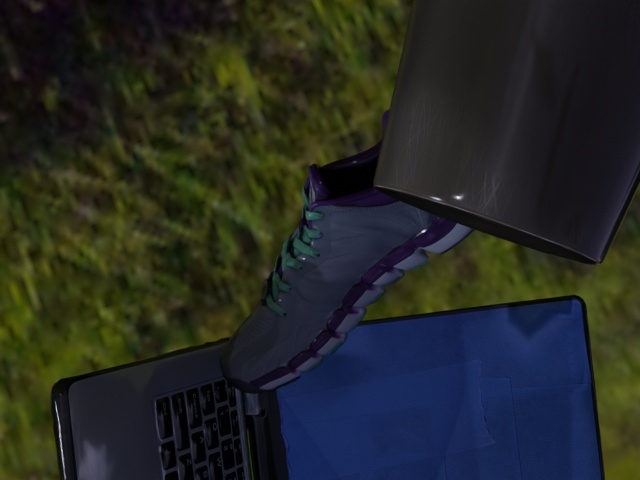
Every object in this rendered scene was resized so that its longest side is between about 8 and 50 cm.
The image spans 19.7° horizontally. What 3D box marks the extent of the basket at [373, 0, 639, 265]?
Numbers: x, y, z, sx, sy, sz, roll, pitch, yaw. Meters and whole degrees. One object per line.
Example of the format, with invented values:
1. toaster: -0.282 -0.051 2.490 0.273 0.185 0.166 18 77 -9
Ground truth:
1. basket: 0.125 -0.113 0.967 0.204 0.226 0.154 19 179 -39

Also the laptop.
1. laptop: 0.037 0.249 1.233 0.236 0.381 0.408 -7 180 22

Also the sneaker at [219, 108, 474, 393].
1. sneaker: 0.000 0.000 1.157 0.224 0.083 0.098 -42 121 16
